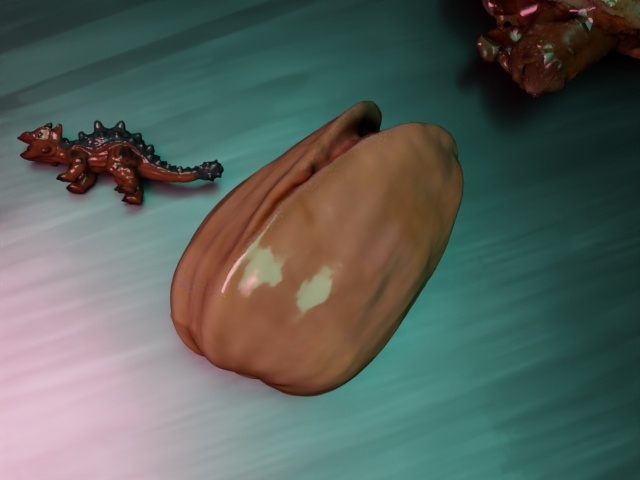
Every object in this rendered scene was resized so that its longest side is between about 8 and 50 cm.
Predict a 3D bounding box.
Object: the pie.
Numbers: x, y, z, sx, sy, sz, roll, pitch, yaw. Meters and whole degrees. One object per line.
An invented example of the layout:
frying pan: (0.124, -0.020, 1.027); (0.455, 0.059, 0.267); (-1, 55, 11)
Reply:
pie: (0.235, -0.250, 0.765); (0.274, 0.105, 0.257); (-11, 72, -10)

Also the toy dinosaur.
toy dinosaur: (-0.147, -0.058, 0.706); (0.154, 0.049, 0.055); (8, 75, 0)

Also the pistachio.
pistachio: (0.000, 0.000, 0.658); (0.157, 0.157, 0.229); (39, 70, 2)
